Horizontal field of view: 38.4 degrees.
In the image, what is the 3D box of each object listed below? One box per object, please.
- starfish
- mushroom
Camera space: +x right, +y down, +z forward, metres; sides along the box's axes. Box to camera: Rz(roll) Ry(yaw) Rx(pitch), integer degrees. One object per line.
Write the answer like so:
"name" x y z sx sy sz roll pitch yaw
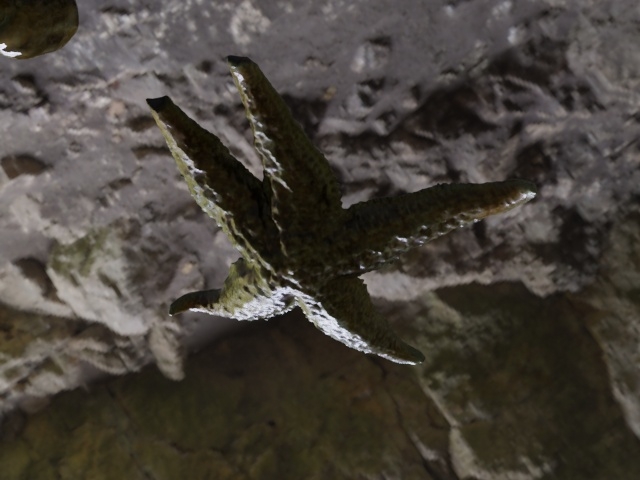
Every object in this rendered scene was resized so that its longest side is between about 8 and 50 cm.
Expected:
"starfish" 0.000 0.002 0.456 0.217 0.050 0.223 -22 132 22
"mushroom" -0.315 -0.299 0.829 0.081 0.312 0.100 -32 168 25
